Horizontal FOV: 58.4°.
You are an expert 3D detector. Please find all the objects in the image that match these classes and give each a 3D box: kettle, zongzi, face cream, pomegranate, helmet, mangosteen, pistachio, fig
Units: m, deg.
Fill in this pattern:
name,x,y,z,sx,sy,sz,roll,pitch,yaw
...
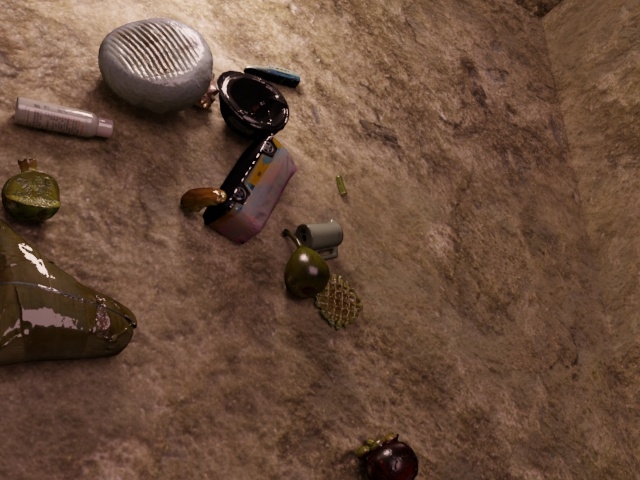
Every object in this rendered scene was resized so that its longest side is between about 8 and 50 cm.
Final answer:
name,x,y,z,sx,sy,sz,roll,pitch,yaw
kettle,0.003,-0.004,2.000,0.148,0.098,0.126,-6,65,-39
zongzi,-0.660,0.121,1.464,0.356,0.174,0.392,7,56,-35
face cream,-0.754,-0.357,1.701,0.269,0.082,0.081,8,62,-31
pomegranate,-0.779,-0.126,1.535,0.143,0.122,0.169,-16,77,-42
helmet,-0.256,-0.458,2.025,0.279,0.160,0.230,29,51,-9
mangosteen,0.208,0.674,1.751,0.166,0.166,0.180,-16,51,-37
pistachio,-0.374,-0.132,1.779,0.049,0.173,0.089,53,45,-45
fig,-0.053,0.066,1.913,0.151,0.151,0.259,13,45,-27

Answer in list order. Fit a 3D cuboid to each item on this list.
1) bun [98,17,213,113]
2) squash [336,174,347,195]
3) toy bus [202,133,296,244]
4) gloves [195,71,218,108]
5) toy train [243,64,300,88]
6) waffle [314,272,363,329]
name,x,y,z,sx,sy,sz,roll,pitch,yaw
bun,-0.527,-0.555,1.851,0.362,0.211,0.361,9,60,-16
squash,0.078,-0.215,2.201,0.028,0.027,0.083,-5,68,-35
toy bus,-0.220,-0.172,1.906,0.162,0.171,0.386,44,51,-25
gloves,-0.412,-0.528,2.004,0.111,0.094,0.144,23,75,-11
toy train,-0.192,-0.652,2.239,0.234,0.052,0.051,7,60,-29
waffle,0.059,0.207,1.964,0.169,0.036,0.183,-37,89,-38
